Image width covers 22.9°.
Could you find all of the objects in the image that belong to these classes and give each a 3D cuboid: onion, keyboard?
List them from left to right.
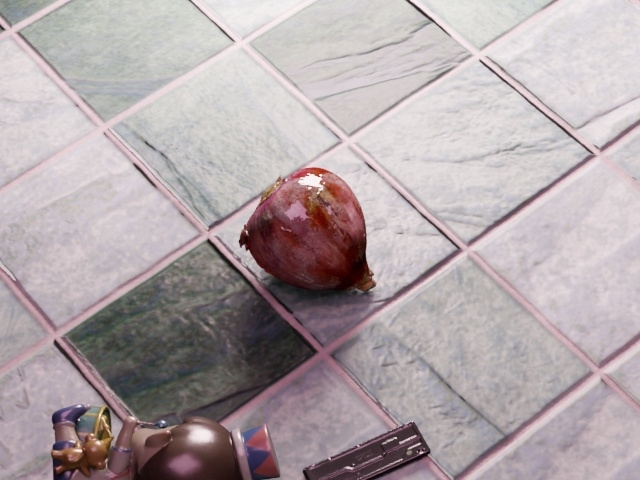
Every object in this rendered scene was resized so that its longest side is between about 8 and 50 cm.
[{"bbox_3d":[0.000,0.000,2.068,0.195,0.159,0.159,42,62,-7],"label":"onion"},{"bbox_3d":[0.057,0.271,1.943,0.155,0.010,0.053,-22,55,-12],"label":"keyboard"}]

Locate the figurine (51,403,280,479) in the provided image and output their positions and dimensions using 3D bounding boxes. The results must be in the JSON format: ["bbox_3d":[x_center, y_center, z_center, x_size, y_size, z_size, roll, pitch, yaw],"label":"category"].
[{"bbox_3d":[-0.185,0.270,1.874,0.275,0.161,0.158,8,35,3],"label":"figurine"}]
